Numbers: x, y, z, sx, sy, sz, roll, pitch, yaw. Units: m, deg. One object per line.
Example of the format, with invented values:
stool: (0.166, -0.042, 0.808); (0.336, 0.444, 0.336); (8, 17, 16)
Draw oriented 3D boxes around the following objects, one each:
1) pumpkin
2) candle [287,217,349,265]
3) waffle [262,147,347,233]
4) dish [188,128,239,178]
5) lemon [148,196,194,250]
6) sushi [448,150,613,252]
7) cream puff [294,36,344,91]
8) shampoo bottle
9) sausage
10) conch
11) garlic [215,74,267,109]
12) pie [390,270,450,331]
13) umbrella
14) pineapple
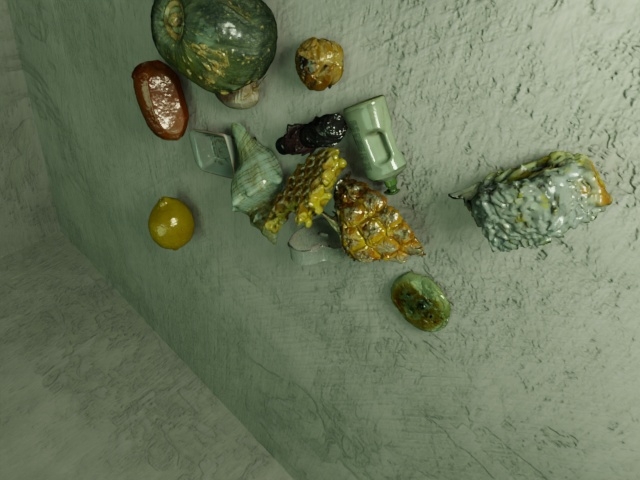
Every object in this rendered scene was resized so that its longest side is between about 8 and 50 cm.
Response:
pumpkin: (-0.269, -0.525, 1.333); (0.328, 0.257, 0.291); (48, 130, 23)
candle: (0.000, 0.000, 1.516); (0.168, 0.192, 0.068); (-98, 5, -54)
waffle: (-0.035, -0.134, 1.388); (0.069, 0.260, 0.293); (35, 165, -23)
dish: (-0.351, -0.303, 1.740); (0.234, 0.064, 0.154); (17, 128, 39)
lemon: (-0.598, -0.067, 2.088); (0.187, 0.187, 0.244); (19, 125, 39)
sushi: (0.393, -0.073, 0.988); (0.274, 0.184, 0.139); (-17, 102, 53)
cream puff: (-0.009, -0.426, 1.250); (0.133, 0.104, 0.119); (45, 148, 17)
shampoo bottle: (0.140, -0.219, 1.241); (0.118, 0.087, 0.234); (0, 116, 54)
sausage: (-0.533, -0.467, 1.749); (0.141, 0.153, 0.268); (36, 144, 60)
conch: (-0.200, -0.171, 1.595); (0.203, 0.169, 0.386); (-14, 109, 25)
garlic: (-0.230, -0.441, 1.496); (0.198, 0.090, 0.129); (33, 125, 34)
pie: (0.270, 0.170, 1.416); (0.187, 0.041, 0.187); (27, 132, 33)
umbrella: (-0.032, -0.273, 1.375); (0.326, 0.094, 0.090); (2, 105, 63)
pineapple: (0.095, -0.054, 1.317); (0.334, 0.158, 0.161); (49, 174, 28)
